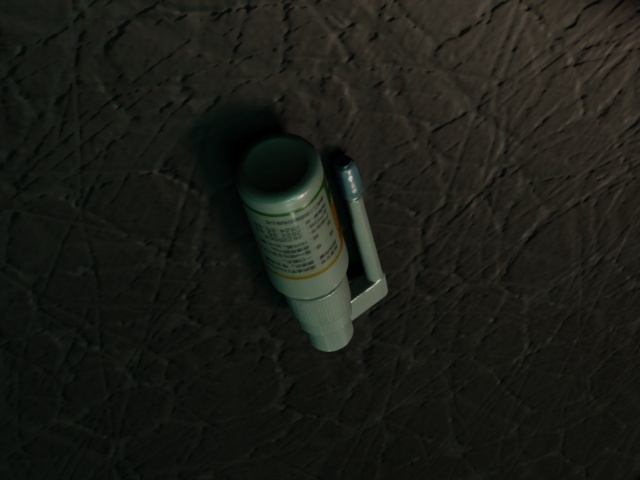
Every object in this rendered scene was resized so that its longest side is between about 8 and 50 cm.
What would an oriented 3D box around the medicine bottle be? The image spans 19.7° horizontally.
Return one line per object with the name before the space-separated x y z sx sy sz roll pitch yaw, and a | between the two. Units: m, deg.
medicine bottle | 0.000 0.000 1.329 0.092 0.061 0.220 -39 148 -15
